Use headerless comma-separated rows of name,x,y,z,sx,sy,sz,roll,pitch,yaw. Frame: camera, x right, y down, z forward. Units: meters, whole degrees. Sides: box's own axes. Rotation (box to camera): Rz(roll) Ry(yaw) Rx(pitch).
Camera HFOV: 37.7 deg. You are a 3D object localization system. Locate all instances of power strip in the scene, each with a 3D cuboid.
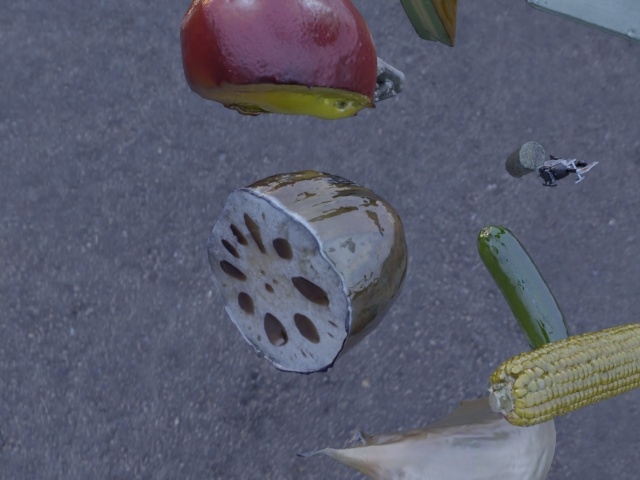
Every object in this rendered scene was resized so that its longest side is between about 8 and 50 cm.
power strip,0.369,-0.282,1.124,0.272,0.078,0.052,20,18,4

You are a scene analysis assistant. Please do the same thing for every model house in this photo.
model house,0.048,-0.341,2.029,0.188,0.229,0.122,-28,106,-62

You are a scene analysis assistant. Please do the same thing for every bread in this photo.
bread,0.110,-0.291,1.095,0.084,0.139,0.074,-20,34,-31

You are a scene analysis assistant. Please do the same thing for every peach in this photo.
peach,-0.058,-0.291,1.510,0.338,0.281,0.281,44,50,-26

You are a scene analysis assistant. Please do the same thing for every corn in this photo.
corn,0.281,0.141,1.012,0.238,0.080,0.080,-14,63,-26

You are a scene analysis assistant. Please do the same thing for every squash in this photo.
squash,0.378,0.117,1.666,0.087,0.087,0.332,-23,81,-27

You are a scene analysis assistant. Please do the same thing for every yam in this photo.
yam,0.368,-0.144,1.684,0.054,0.132,0.054,0,87,0

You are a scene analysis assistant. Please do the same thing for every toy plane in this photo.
toy plane,0.552,-0.163,2.137,0.078,0.197,0.053,-34,104,-11

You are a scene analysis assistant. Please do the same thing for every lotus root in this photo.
lotus root,-0.007,0.023,1.214,0.192,0.272,0.272,-35,73,-32

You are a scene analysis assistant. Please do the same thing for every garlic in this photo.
garlic,0.159,0.272,1.153,0.338,0.196,0.151,-7,102,-44
